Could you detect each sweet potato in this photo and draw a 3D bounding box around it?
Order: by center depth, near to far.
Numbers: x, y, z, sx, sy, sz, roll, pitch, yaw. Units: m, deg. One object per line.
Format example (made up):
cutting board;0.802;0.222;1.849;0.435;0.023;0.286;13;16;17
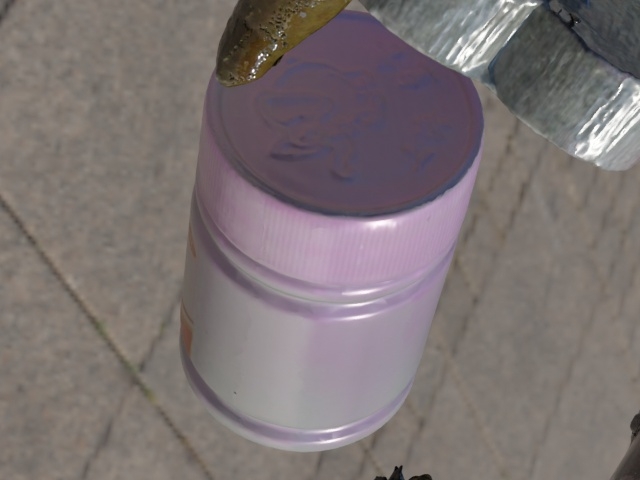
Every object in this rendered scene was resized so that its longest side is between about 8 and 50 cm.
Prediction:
sweet potato;-0.012;-0.238;1.025;0.098;0.124;0.310;-18;115;-40

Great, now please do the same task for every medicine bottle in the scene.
medicine bottle;0.000;0.000;1.290;0.202;0.202;0.316;-57;168;-36

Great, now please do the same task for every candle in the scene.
candle;0.107;-0.127;0.901;0.068;0.192;0.168;-52;-175;29

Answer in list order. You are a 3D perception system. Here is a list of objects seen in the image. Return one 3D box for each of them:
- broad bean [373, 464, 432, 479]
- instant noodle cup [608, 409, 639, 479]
broad bean;-0.028;0.196;1.055;0.043;0.297;0.060;51;54;-2
instant noodle cup;0.319;0.268;1.480;0.207;0.217;0.217;-43;136;-37
